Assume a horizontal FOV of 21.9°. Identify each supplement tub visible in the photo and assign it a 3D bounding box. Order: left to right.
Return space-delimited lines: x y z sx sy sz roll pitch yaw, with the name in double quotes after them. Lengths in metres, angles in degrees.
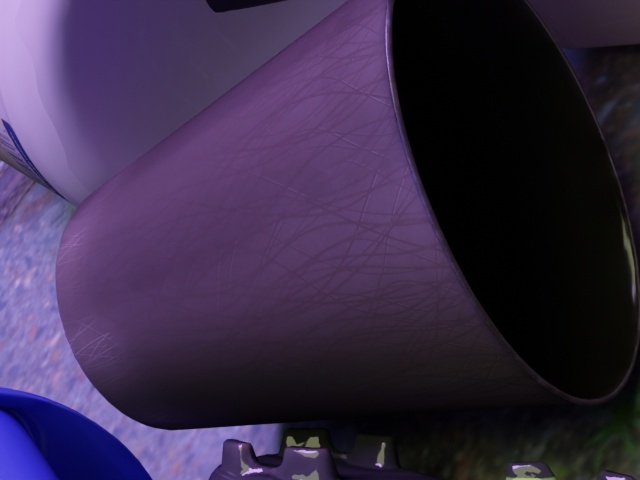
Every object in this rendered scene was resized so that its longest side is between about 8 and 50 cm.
-0.129 -0.148 0.975 0.235 0.235 0.325 -57 36 -4 "supplement tub"

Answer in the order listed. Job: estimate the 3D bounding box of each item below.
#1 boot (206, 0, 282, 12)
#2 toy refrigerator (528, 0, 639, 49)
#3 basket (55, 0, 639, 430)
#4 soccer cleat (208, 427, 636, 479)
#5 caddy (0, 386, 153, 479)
0.060 -0.250 0.738 0.280 0.096 0.264 -15 60 8 "boot"
0.179 -0.229 0.817 0.102 0.094 0.270 0 63 40 "toy refrigerator"
0.000 0.000 0.749 0.226 0.204 0.154 -19 7 37 "basket"
0.060 0.151 0.670 0.289 0.093 0.121 5 96 45 "soccer cleat"
-0.182 0.221 0.664 0.341 0.241 0.179 -47 34 -11 "caddy"
